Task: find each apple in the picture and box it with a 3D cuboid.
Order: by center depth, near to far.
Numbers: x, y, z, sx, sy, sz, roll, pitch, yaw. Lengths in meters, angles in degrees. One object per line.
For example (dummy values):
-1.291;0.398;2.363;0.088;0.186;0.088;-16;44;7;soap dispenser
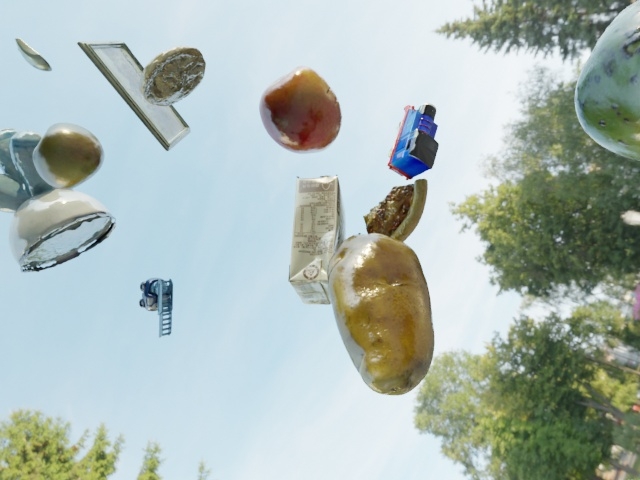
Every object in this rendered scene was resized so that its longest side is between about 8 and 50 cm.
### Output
-0.341;-0.112;0.545;0.074;0.089;0.090;36;-103;-36;apple

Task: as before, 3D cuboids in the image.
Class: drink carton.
0.000;-0.001;1.149;0.194;0.131;0.325;68;-158;-62;drink carton

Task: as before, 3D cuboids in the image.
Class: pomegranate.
0.511;-0.233;0.568;0.271;0.254;0.254;-49;-46;-29;pomegranate

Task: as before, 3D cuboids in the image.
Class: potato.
0.119;0.120;0.786;0.195;0.176;0.369;40;-151;-34;potato

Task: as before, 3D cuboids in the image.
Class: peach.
-0.064;-0.399;1.308;0.275;0.248;0.245;49;-121;-21;peach

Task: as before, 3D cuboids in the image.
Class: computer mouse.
-0.728;-0.462;1.009;0.110;0.056;0.032;40;-108;-2;computer mouse

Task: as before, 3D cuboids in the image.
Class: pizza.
0.193;-0.058;1.080;0.271;0.134;0.056;-47;-20;27;pizza

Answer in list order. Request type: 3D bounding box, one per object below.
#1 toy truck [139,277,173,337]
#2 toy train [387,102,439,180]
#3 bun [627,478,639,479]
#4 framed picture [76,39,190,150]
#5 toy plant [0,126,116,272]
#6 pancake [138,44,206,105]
-0.386;0.157;0.959;0.063;0.074;0.137;-1;-87;-56;toy truck
0.248;-0.265;1.048;0.082;0.131;0.204;26;-110;-19;toy train
0.469;0.455;0.570;0.141;0.238;0.240;-8;-68;-70;bun
-0.422;-0.352;0.962;0.017;0.217;0.274;-30;-64;13;framed picture
-0.677;-0.121;0.959;0.247;0.247;0.332;-34;-91;-34;toy plant
-0.289;-0.318;0.791;0.151;0.025;0.151;-42;-4;-4;pancake
